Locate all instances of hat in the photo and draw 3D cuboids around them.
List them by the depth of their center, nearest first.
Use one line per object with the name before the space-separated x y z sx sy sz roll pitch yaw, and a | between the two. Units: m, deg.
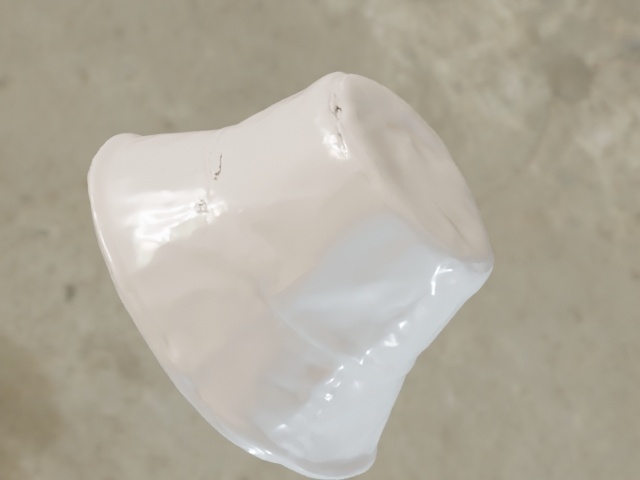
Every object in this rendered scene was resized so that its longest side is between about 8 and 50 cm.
hat | 0.000 0.000 0.942 0.126 0.203 0.203 -38 113 24
